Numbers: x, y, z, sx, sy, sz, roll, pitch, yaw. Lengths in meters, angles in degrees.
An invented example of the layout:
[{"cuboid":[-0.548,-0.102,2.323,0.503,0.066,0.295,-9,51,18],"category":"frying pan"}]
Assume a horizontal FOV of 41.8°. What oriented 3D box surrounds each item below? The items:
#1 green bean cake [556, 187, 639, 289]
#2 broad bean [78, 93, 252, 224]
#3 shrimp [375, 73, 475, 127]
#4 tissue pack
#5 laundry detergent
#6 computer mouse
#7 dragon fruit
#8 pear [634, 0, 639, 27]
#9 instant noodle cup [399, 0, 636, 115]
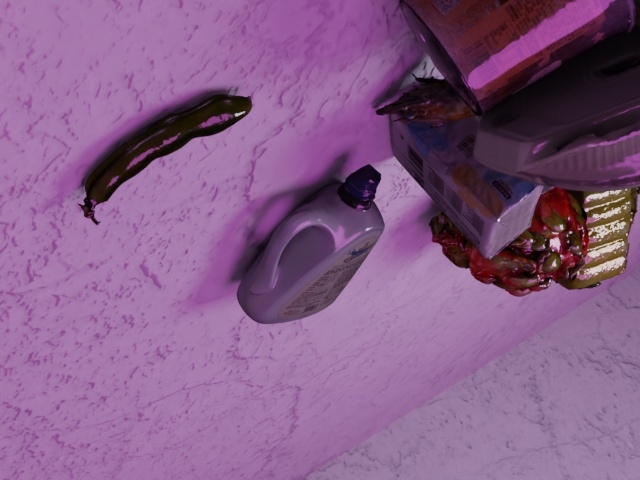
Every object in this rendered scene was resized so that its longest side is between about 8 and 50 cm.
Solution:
[{"cuboid":[0.553,-0.083,1.805,0.202,0.285,0.310,-12,124,-15],"category":"green bean cake"},{"cuboid":[-0.172,-0.103,0.918,0.227,0.039,0.069,-36,150,-6],"category":"broad bean"},{"cuboid":[0.212,-0.250,1.145,0.296,0.169,0.058,-11,-173,5],"category":"shrimp"},{"cuboid":[0.229,-0.118,1.238,0.145,0.229,0.159,-36,158,-8],"category":"tissue pack"},{"cuboid":[0.000,0.000,1.272,0.215,0.105,0.280,-14,148,-41],"category":"laundry detergent"},{"cuboid":[0.398,-0.168,1.036,0.429,0.228,0.145,-24,122,8],"category":"computer mouse"},{"cuboid":[0.365,-0.014,1.611,0.303,0.237,0.231,9,154,-17],"category":"dragon fruit"},{"cuboid":[0.428,-0.388,0.911,0.238,0.318,0.342,-23,113,-3],"category":"pear"},{"cuboid":[0.225,-0.274,0.996,0.207,0.217,0.217,-35,157,7],"category":"instant noodle cup"}]
